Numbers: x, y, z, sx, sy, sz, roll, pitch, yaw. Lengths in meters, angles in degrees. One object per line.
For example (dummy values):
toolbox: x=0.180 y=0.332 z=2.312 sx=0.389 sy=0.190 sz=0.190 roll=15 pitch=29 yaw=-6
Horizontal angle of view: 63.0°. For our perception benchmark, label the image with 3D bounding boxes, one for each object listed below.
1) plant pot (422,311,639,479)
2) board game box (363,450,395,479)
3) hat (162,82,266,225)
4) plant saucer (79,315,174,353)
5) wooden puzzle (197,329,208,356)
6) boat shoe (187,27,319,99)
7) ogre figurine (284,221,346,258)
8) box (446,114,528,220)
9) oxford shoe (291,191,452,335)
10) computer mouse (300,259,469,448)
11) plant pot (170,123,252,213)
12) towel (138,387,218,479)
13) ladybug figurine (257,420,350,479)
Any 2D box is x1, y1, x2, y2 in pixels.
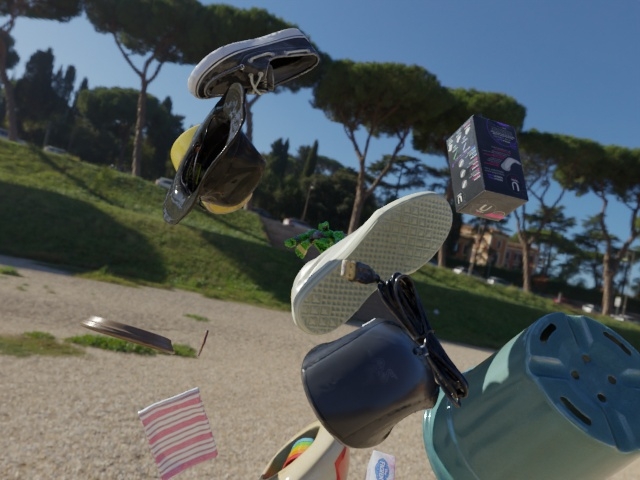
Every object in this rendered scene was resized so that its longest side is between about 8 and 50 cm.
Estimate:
plant pot: x=0.417 y=0.328 z=0.978 sx=0.340 sy=0.341 sz=0.334 roll=13 pitch=-44 yaw=-10
board game box: x=0.108 y=0.756 z=1.293 sx=0.065 sy=0.319 sz=0.318 roll=15 pitch=27 yaw=4
hat: x=-0.199 y=-0.151 z=1.086 sx=0.133 sy=0.332 sz=0.331 roll=28 pitch=-10 yaw=-27
plant saucer: x=-0.553 y=0.272 z=1.517 sx=0.277 sy=0.041 sz=0.278 roll=16 pitch=-17 yaw=5
wooden puzzle: x=-0.291 y=0.255 z=1.296 sx=0.006 sy=0.083 sz=0.049 roll=21 pitch=-48 yaw=-12
boat shoe: x=-0.140 y=-0.372 z=1.155 sx=0.301 sy=0.102 sz=0.108 roll=-27 pitch=-24 yaw=-22
ogre figurine: x=0.000 y=0.000 z=1.642 sx=0.197 sy=0.097 sz=0.118 roll=-17 pitch=14 yaw=37
box: x=0.502 y=-0.217 z=1.590 sx=0.165 sy=0.271 sz=0.143 roll=10 pitch=-28 yaw=-20
oxford shoe: x=0.107 y=0.035 z=1.156 sx=0.169 sy=0.449 sz=0.130 roll=57 pitch=-16 yaw=-17
computer mouse: x=0.064 y=0.086 z=0.511 sx=0.060 sy=0.184 sz=0.262 roll=-41 pitch=-27 yaw=26
plant pot: x=-0.349 y=-0.230 z=1.778 sx=0.253 sy=0.239 sz=0.254 roll=-23 pitch=-24 yaw=-11
towel: x=-0.327 y=0.453 z=1.219 sx=0.144 sy=0.197 sz=0.029 roll=-20 pitch=21 yaw=-25
ladybug figurine: x=-0.033 y=0.660 z=1.491 sx=0.162 sy=0.305 sz=0.449 roll=53 pitch=10 yaw=5
